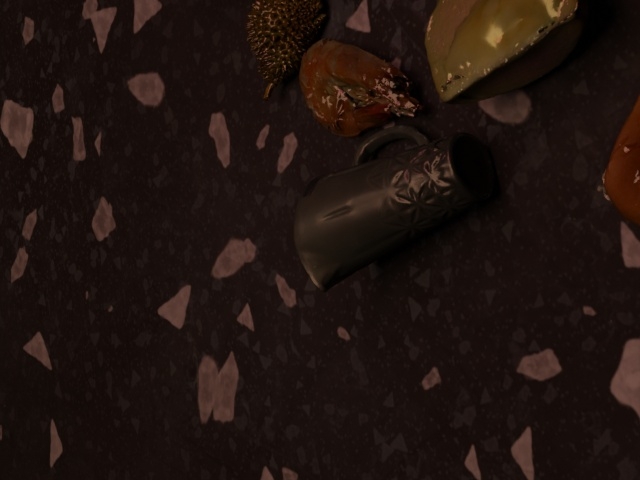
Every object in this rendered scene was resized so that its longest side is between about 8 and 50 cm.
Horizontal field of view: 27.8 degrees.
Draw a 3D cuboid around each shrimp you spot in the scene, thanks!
[{"bbox_3d":[0.061,-0.227,2.008,0.294,0.062,0.154,25,121,52],"label":"shrimp"}]

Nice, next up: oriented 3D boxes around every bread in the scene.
[{"bbox_3d":[0.432,-0.125,1.528,0.136,0.107,0.241,48,125,41],"label":"bread"}]

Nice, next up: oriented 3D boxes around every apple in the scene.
[{"bbox_3d":[0.257,-0.303,1.726,0.265,0.120,0.193,-34,54,43],"label":"apple"}]

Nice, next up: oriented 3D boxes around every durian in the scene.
[{"bbox_3d":[-0.080,-0.332,2.139,0.146,0.102,0.208,36,122,40],"label":"durian"}]

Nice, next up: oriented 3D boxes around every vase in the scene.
[{"bbox_3d":[0.112,-0.071,1.899,0.301,0.156,0.251,-23,48,42],"label":"vase"}]
